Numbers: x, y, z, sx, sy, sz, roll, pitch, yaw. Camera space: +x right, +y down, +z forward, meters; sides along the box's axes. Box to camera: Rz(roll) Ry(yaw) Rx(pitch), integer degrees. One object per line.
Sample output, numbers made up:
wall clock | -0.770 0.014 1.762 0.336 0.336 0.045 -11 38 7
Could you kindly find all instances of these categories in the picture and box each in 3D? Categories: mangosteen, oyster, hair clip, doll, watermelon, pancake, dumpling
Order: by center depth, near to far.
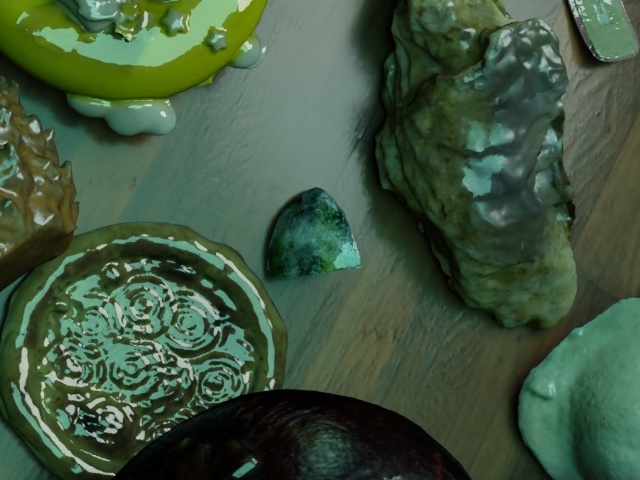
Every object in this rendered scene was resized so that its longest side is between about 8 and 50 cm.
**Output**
mangosteen | -0.021 0.261 1.184 0.330 0.330 0.330 1 86 -20
doll | -0.144 -0.213 1.267 0.252 0.111 0.237 42 90 -14
pancake | -0.136 0.090 1.291 0.235 0.029 0.211 -19 92 -22
watermelon | 0.000 0.000 1.343 0.085 0.085 0.061 -59 145 -14
oyster | 0.133 -0.086 1.355 0.166 0.110 0.341 -5 101 -15
dumpling | 0.253 0.149 1.401 0.105 0.149 0.216 -15 114 -55
hair clip | 0.238 -0.221 1.450 0.054 0.022 0.137 -17 92 -21

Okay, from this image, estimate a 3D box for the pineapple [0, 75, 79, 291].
pineapple | -0.337 -0.100 1.148 0.223 0.223 0.357 -36 90 -18
